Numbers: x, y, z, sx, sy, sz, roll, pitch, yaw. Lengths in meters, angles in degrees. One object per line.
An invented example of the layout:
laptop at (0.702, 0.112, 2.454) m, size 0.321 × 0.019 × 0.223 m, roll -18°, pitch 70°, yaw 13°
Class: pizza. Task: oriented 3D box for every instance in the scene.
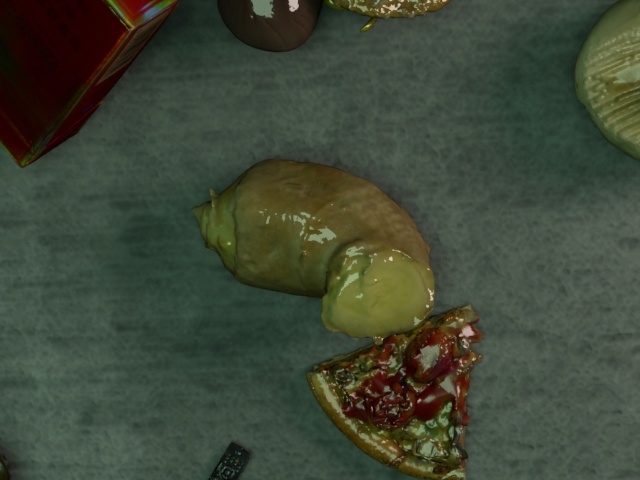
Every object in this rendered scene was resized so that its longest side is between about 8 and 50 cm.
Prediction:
pizza at (0.094, 0.146, 1.600) m, size 0.201 × 0.053 × 0.193 m, roll 27°, pitch 101°, yaw 4°

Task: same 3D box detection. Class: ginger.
ginger at (0.000, 0.000, 1.554) m, size 0.267 × 0.152 × 0.138 m, roll 24°, pitch 128°, yaw 22°

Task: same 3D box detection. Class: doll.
doll at (-0.022, -0.250, 1.544) m, size 0.188 × 0.096 × 0.145 m, roll 21°, pitch 75°, yaw -4°

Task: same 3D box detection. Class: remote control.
remote control at (-0.106, 0.263, 1.665) m, size 0.034 × 0.016 × 0.091 m, roll 34°, pitch 101°, yaw 19°

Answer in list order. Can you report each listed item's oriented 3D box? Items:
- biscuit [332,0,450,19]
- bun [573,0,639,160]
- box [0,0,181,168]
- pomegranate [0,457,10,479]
biscuit at (0.061, -0.320, 1.515) m, size 0.220 × 0.033 × 0.219 m, roll 2°, pitch 77°, yaw -10°
bun at (0.348, -0.160, 1.489) m, size 0.193 × 0.128 × 0.178 m, roll -13°, pitch 95°, yaw 21°
box at (-0.276, -0.224, 1.499) m, size 0.197 × 0.089 × 0.313 m, roll 50°, pitch 143°, yaw -2°
pomegranate at (-0.375, 0.284, 1.666) m, size 0.114 × 0.114 × 0.142 m, roll -44°, pitch 113°, yaw 11°
